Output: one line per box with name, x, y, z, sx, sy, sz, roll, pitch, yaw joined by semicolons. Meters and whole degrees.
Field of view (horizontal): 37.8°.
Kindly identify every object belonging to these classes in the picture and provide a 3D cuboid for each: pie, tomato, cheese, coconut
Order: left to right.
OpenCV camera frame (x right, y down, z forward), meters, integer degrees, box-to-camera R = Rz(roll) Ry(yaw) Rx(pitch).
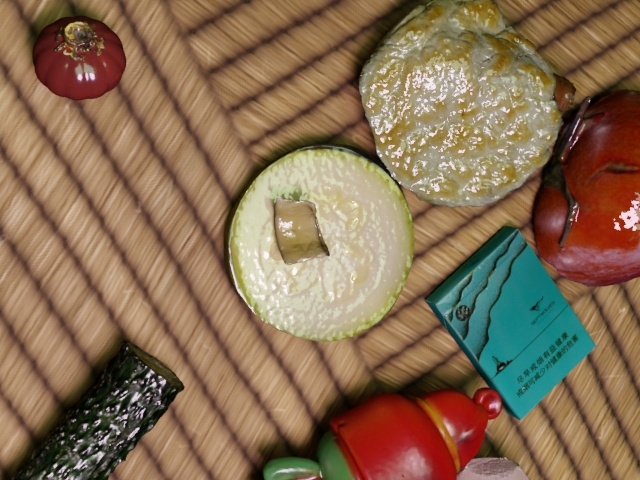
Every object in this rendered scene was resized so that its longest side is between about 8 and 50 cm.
cheese;-0.025;-0.017;1.130;0.060;0.041;0.084;-12;103;-11
pie;0.181;-0.172;1.200;0.274;0.105;0.257;41;87;-20
coconut;0.224;0.367;1.263;0.160;0.162;0.161;-1;136;-1
tomato;0.455;-0.060;1.284;0.308;0.170;0.309;-3;99;-19

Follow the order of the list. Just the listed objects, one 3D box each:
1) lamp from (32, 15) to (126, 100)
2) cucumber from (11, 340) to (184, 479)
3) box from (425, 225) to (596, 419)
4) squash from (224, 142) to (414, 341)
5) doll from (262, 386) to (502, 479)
lamp;-0.265;-0.200;1.031;0.101;0.090;0.101;5;62;-10
cucumber;-0.304;0.282;1.079;0.096;0.096;0.359;41;83;-21
box;0.269;0.115;1.305;0.161;0.042;0.226;-42;110;-12
squash;0.000;0.000;1.187;0.252;0.049;0.252;-2;96;-19
doll;0.083;0.292;1.194;0.363;0.160;0.183;-30;106;-15
